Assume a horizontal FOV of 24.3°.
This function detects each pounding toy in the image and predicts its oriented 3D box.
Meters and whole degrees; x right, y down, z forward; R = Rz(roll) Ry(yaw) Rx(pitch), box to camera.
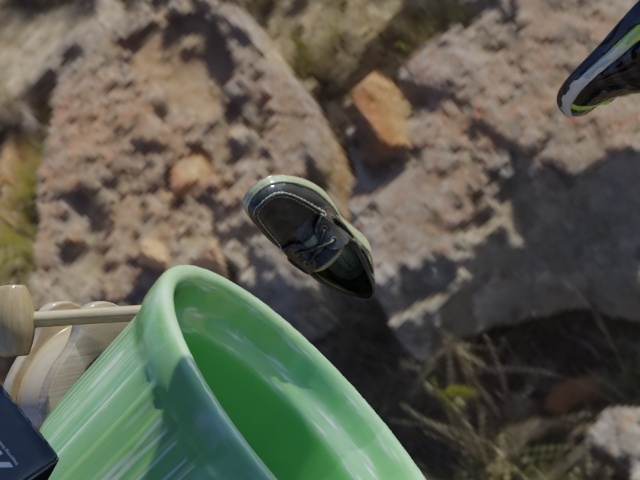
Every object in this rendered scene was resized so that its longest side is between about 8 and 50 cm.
[{"bbox_3d":[-0.182,0.135,1.341,0.155,0.269,0.154,-2,78,46],"label":"pounding toy"}]

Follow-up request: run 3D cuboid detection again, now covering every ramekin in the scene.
[{"bbox_3d":[-0.050,0.177,1.010,0.148,0.303,0.303,-43,42,11],"label":"ramekin"}]

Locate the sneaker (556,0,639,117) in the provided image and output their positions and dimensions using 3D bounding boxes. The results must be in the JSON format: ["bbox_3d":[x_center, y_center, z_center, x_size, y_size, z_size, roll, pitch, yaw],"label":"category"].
[{"bbox_3d":[0.319,-0.169,1.484,0.084,0.097,0.234,-43,-5,-28],"label":"sneaker"}]

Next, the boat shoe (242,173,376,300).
[{"bbox_3d":[-0.001,0.001,1.671,0.080,0.223,0.073,-39,49,10],"label":"boat shoe"}]

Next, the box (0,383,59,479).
[{"bbox_3d":[-0.282,0.088,0.873,0.060,0.270,0.216,-32,-15,-41],"label":"box"}]
